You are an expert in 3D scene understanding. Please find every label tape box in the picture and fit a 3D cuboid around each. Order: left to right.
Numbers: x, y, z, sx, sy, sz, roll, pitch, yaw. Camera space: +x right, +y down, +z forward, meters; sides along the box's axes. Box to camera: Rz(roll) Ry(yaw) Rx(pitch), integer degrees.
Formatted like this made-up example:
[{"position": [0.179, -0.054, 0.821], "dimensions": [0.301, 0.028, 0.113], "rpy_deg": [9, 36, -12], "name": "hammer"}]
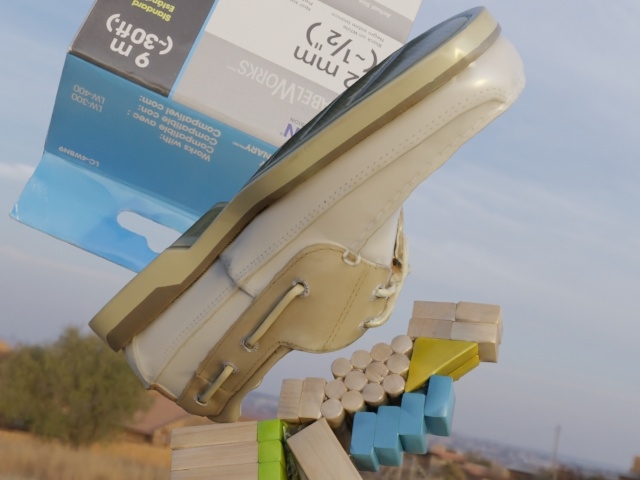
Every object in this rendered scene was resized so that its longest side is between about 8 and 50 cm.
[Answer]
[{"position": [-0.077, -0.133, 0.808], "dimensions": [0.249, 0.347, 0.115], "rpy_deg": [24, -24, -6], "name": "label tape box"}]

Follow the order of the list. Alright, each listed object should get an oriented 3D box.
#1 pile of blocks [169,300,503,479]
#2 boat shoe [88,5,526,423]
[{"position": [0.029, 0.191, 0.884], "dimensions": [0.362, 0.149, 0.112], "rpy_deg": [-28, -37, -6], "name": "pile of blocks"}, {"position": [0.000, 0.000, 0.500], "dimensions": [0.103, 0.113, 0.302], "rpy_deg": [48, -52, -6], "name": "boat shoe"}]
